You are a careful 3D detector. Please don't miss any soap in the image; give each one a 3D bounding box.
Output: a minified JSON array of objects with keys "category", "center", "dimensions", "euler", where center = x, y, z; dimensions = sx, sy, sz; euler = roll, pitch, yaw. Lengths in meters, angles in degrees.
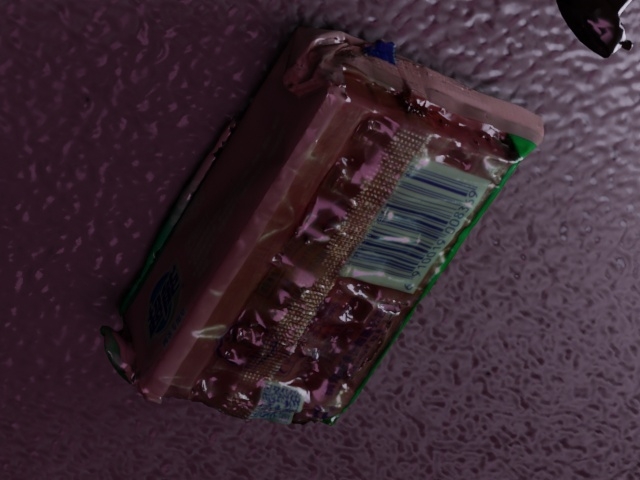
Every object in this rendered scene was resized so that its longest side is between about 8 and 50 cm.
[{"category":"soap","center":[0.001,0.001,1.063],"dimensions":[0.218,0.098,0.273],"euler":[19,118,-28]}]

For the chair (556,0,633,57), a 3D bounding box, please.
[{"category":"chair","center":[0.111,-0.366,0.658],"dimensions":[0.410,0.362,0.364],"euler":[-39,110,-1]}]
